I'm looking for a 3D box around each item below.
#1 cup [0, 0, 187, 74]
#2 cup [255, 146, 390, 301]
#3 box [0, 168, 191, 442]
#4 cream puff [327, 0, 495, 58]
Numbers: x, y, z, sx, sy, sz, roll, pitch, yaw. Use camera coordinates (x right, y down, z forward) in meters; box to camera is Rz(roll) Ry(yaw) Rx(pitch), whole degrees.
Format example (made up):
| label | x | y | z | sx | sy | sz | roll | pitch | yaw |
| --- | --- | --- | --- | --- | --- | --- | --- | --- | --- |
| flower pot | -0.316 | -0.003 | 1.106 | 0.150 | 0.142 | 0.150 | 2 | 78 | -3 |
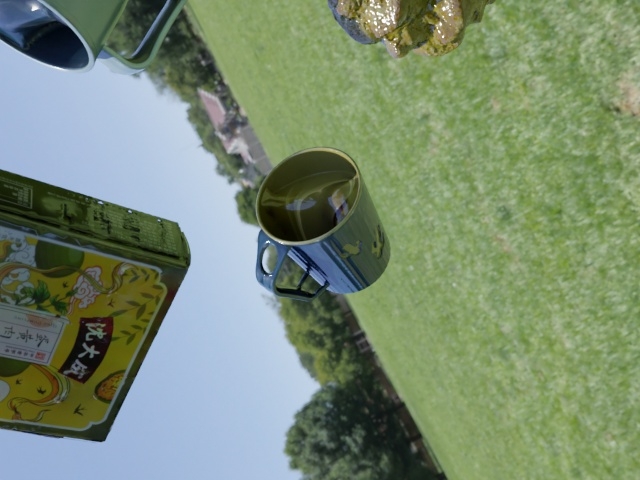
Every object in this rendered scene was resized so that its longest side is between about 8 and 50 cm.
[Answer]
| label | x | y | z | sx | sy | sz | roll | pitch | yaw |
| --- | --- | --- | --- | --- | --- | --- | --- | --- | --- |
| cup | -0.414 | -0.484 | 1.271 | 0.331 | 0.311 | 0.257 | 24 | 162 | -5 |
| cup | 0.000 | 0.000 | 0.874 | 0.131 | 0.176 | 0.155 | 32 | 168 | 36 |
| box | -0.459 | 0.100 | 1.090 | 0.420 | 0.373 | 0.138 | 19 | -159 | -28 |
| cream puff | 0.121 | -0.367 | 0.970 | 0.244 | 0.196 | 0.244 | 19 | -120 | -38 |
